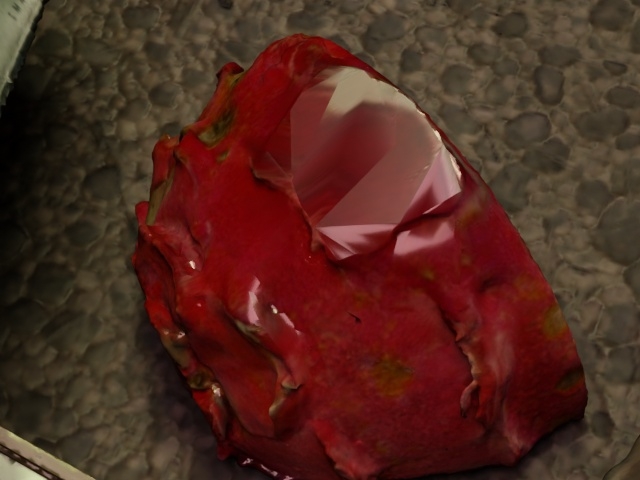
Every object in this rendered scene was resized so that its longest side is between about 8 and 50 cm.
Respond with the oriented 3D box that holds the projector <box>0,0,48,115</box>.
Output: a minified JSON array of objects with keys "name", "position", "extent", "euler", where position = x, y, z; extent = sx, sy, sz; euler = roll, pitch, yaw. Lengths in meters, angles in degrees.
[{"name":"projector","position":[-0.345,-0.116,0.743],"extent":[0.405,0.242,0.395],"euler":[32,29,-16]}]

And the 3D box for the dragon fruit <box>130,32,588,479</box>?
[{"name":"dragon fruit","position":[0.000,0.000,0.860],"extent":[0.163,0.189,0.261],"euler":[-20,55,-36]}]

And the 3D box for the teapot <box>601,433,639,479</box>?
[{"name":"teapot","position":[0.224,0.212,0.611],"extent":[0.362,0.376,0.305],"euler":[30,38,27]}]

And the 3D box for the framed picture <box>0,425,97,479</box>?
[{"name":"framed picture","position":[-0.167,0.156,0.840],"extent":[0.201,0.010,0.136],"euler":[30,70,0]}]
